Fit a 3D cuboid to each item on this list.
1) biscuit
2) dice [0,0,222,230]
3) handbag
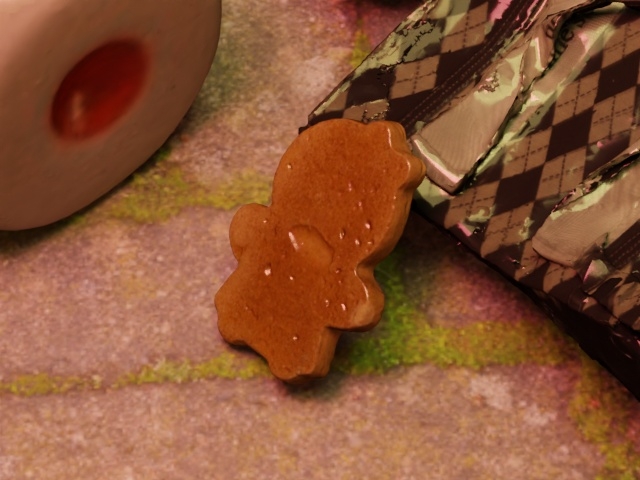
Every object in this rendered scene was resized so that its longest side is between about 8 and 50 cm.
[{"bbox_3d":[0.000,0.000,1.512,0.166,0.036,0.225,33,104,36],"label":"biscuit"},{"bbox_3d":[-0.270,-0.215,1.560,0.277,0.304,0.304,-38,66,-19],"label":"dice"},{"bbox_3d":[0.212,-0.069,1.524,0.317,0.180,0.416,-39,51,-16],"label":"handbag"}]
